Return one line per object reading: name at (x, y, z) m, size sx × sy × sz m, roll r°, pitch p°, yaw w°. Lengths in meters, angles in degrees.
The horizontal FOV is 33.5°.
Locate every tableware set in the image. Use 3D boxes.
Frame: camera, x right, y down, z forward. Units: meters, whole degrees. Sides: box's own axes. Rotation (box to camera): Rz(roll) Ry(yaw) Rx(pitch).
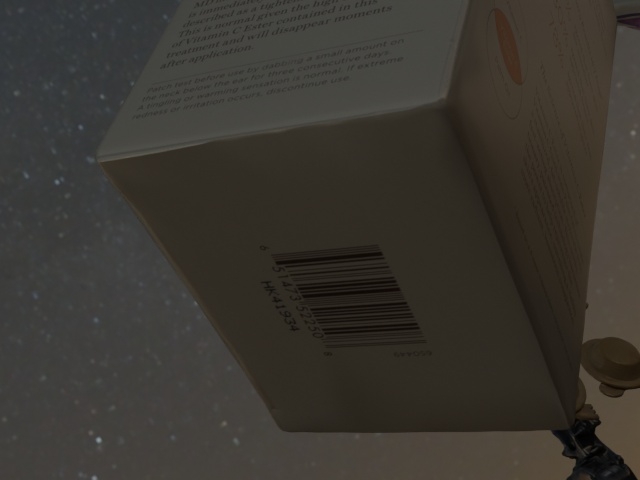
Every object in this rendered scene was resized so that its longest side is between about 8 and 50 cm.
tableware set at (0.168, 0.075, 0.807) m, size 0.141 × 0.168 × 0.020 m, roll -11°, pitch -50°, yaw -28°

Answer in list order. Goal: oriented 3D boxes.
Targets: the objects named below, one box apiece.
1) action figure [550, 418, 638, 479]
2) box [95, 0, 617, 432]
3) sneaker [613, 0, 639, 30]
action figure at (0.289, 0.290, 0.973) m, size 0.179 × 0.341 × 0.330 m, roll -24°, pitch -29°, yaw -28°
box at (0.053, -0.094, 0.597) m, size 0.168 × 0.345 × 0.215 m, roll -6°, pitch -47°, yaw 26°
sneaker at (0.414, -0.276, 1.298) m, size 0.161 × 0.282 × 0.102 m, roll 30°, pitch -86°, yaw -26°
